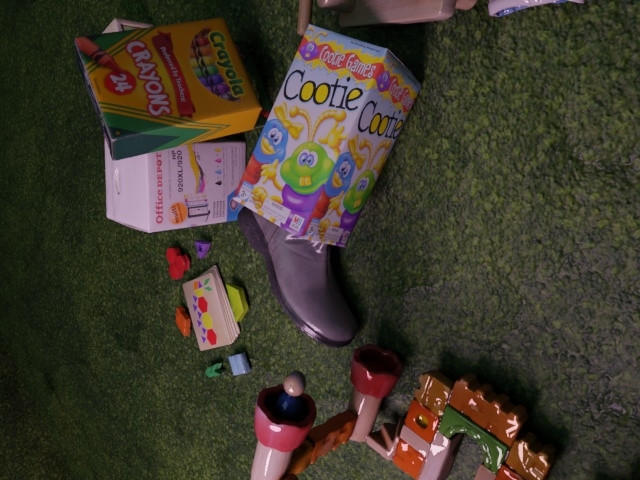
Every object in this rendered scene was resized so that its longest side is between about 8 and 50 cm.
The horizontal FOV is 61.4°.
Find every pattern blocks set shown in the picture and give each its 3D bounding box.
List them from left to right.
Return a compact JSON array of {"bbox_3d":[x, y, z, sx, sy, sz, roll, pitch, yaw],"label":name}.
[{"bbox_3d":[-0.260,0.161,1.265,0.285,0.026,0.325,-10,91,44],"label":"pattern blocks set"}]

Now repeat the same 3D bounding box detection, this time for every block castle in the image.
[{"bbox_3d":[0.149,0.323,0.717,0.453,0.302,0.213,29,116,35],"label":"block castle"}]

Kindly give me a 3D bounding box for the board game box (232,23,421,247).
[{"bbox_3d":[0.011,-0.149,0.806,0.144,0.142,0.276,29,99,29],"label":"board game box"}]

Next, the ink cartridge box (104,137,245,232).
[{"bbox_3d":[-0.294,-0.124,1.100,0.168,0.232,0.172,14,108,41],"label":"ink cartridge box"}]

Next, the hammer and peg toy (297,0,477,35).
[{"bbox_3d":[0.081,-0.425,0.749,0.361,0.127,0.266,31,119,58],"label":"hammer and peg toy"}]

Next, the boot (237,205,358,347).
[{"bbox_3d":[0.000,0.000,0.936,0.222,0.118,0.338,-45,74,30],"label":"boot"}]

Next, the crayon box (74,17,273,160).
[{"bbox_3d":[-0.244,-0.281,0.966,0.202,0.318,0.081,66,155,11],"label":"crayon box"}]

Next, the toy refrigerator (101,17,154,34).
[{"bbox_3d":[-0.422,-0.372,1.268,0.094,0.102,0.270,-19,84,44],"label":"toy refrigerator"}]

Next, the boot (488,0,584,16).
[{"bbox_3d":[0.303,-0.334,0.605,0.258,0.095,0.124,6,108,51],"label":"boot"}]
